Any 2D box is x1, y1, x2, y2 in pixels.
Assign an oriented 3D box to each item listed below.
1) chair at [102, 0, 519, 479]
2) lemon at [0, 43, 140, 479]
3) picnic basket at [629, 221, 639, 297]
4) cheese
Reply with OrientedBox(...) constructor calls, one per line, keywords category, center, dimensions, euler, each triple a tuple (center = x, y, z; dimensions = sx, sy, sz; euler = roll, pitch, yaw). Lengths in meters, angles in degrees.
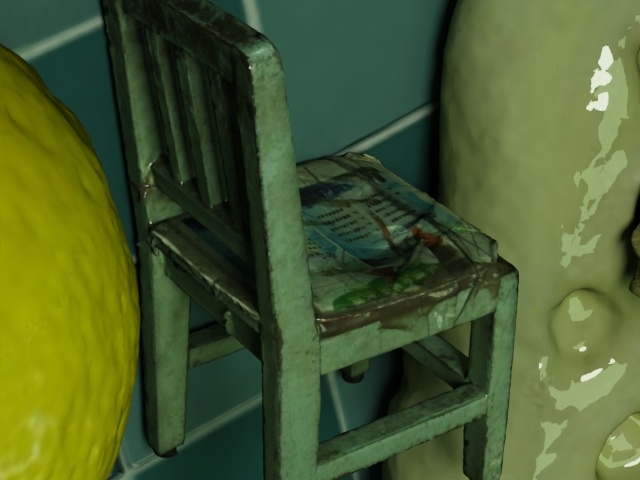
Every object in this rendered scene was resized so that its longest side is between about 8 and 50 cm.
OrientedBox(category="chair", center=(0.000, 0.000, 0.720), dimensions=(0.147, 0.136, 0.270), euler=(-19, 123, -29))
OrientedBox(category="lemon", center=(-0.198, 0.037, 0.508), dimensions=(0.293, 0.293, 0.293), euler=(-18, 124, -28))
OrientedBox(category="picnic basket", center=(0.243, 0.006, 0.743), dimensions=(0.164, 0.115, 0.079), euler=(0, 111, -33))
OrientedBox(category="cheese", center=(0.132, 0.007, 0.830), dimensions=(0.351, 0.129, 0.328), euler=(-42, 127, -10))
